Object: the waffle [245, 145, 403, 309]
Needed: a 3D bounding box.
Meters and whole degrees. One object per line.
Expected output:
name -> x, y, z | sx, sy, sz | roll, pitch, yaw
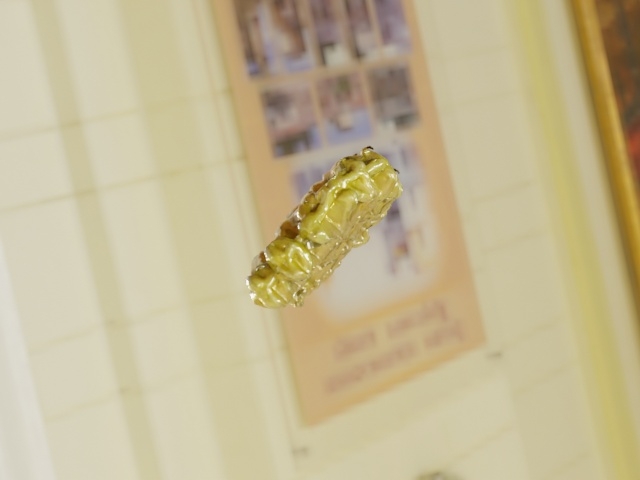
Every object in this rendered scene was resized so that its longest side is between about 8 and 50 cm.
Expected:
waffle -> -0.003, -0.003, 1.395 | 0.149, 0.051, 0.194 | -45, 175, -8
